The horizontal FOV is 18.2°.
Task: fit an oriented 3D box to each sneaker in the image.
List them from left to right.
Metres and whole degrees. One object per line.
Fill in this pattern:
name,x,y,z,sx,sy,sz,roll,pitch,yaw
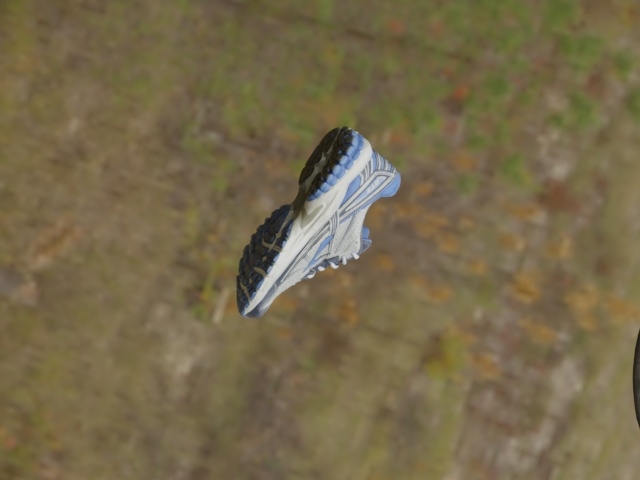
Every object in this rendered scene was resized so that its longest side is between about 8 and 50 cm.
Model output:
sneaker,0.000,0.000,1.198,0.135,0.058,0.052,-52,-156,20

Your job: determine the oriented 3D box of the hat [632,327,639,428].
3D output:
hat,0.367,0.083,1.249,0.134,0.331,0.331,-125,-136,-63
